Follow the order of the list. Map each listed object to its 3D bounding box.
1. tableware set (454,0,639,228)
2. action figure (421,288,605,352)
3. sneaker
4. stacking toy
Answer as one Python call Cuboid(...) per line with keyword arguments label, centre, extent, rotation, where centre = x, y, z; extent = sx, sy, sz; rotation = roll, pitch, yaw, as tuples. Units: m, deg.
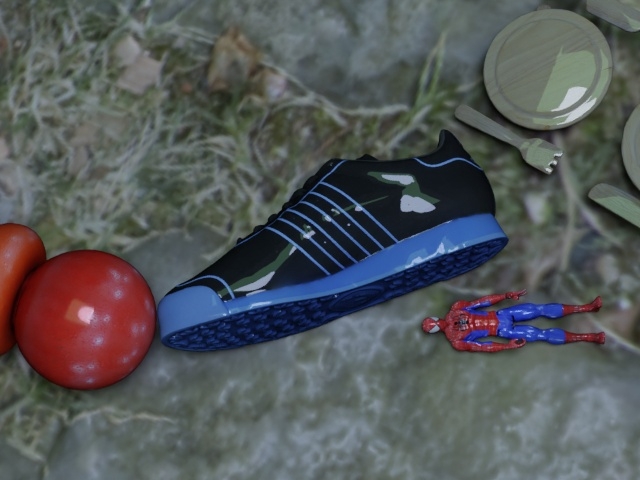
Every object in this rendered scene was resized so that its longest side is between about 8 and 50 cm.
Cuboid(label="tableware set", centre=(0.201, -0.087, 0.765), extent=(0.194, 0.039, 0.128), rotation=(33, 90, 19))
Cuboid(label="action figure", centre=(0.123, 0.053, 0.732), extent=(0.115, 0.030, 0.038), rotation=(-3, 78, 5))
Cuboid(label="sneaker", centre=(0.000, 0.000, 0.734), extent=(0.232, 0.081, 0.090), rotation=(-17, 70, -8))
Cuboid(label="stacking toy", centre=(-0.265, 0.017, 0.727), extent=(0.330, 0.141, 0.141), rotation=(19, 75, 3))
